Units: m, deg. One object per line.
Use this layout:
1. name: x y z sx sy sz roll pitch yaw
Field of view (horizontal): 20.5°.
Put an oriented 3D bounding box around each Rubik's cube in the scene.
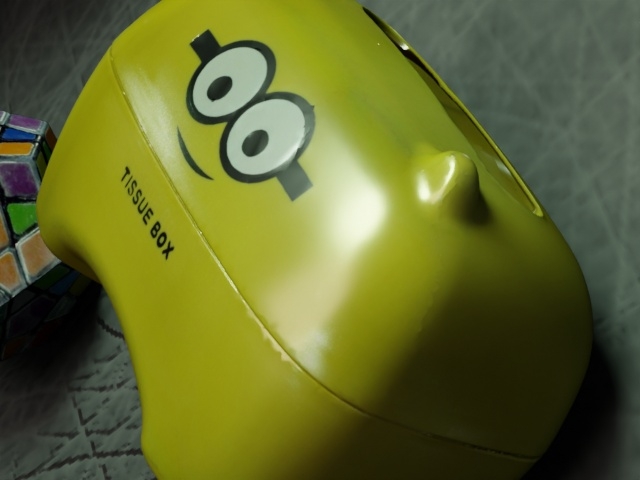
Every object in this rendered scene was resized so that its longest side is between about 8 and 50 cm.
1. Rubik's cube: -0.142 -0.002 0.707 0.111 0.093 0.111 -20 59 36

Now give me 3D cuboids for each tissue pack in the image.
1. tissue pack: 0.000 0.000 0.538 0.127 0.123 0.178 -49 45 18
